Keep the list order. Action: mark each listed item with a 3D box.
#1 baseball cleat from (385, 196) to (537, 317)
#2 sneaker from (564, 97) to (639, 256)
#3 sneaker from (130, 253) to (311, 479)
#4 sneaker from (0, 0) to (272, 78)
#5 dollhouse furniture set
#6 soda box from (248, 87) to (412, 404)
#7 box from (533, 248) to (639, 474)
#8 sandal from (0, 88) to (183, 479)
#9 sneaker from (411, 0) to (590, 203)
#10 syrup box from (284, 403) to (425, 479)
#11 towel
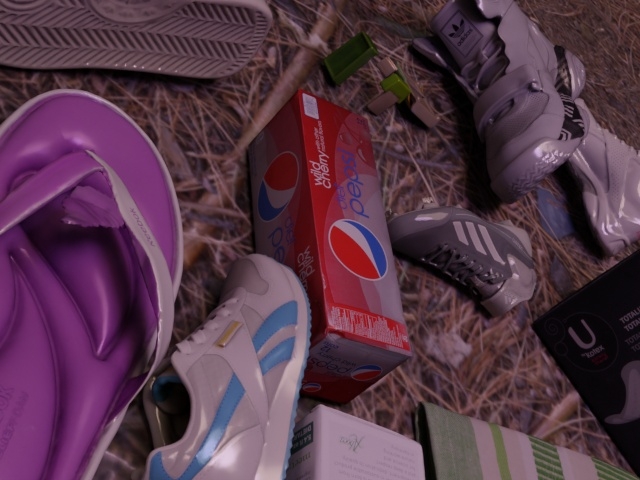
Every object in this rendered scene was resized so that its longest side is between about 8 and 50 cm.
[{"bbox_3d":[0.153,0.021,0.932,0.206,0.072,0.109,5,60,-36],"label":"baseball cleat"},{"bbox_3d":[0.386,-0.095,1.202,0.090,0.115,0.232,43,30,-60],"label":"sneaker"},{"bbox_3d":[-0.068,0.089,0.652,0.092,0.087,0.228,27,40,-20],"label":"sneaker"},{"bbox_3d":[-0.210,-0.233,0.785,0.350,0.131,0.148,4,46,-47],"label":"sneaker"},{"bbox_3d":[0.073,-0.176,1.069,0.152,0.059,0.076,32,28,-49],"label":"dollhouse furniture set"},{"bbox_3d":[0.000,0.000,0.787,0.084,0.092,0.263,20,45,-31],"label":"soda box"},{"bbox_3d":[0.387,0.140,0.967,0.143,0.165,0.270,-20,72,-49],"label":"box"},{"bbox_3d":[-0.162,0.032,0.599,0.169,0.102,0.416,27,42,-24],"label":"sandal"},{"bbox_3d":[0.211,-0.194,1.129,0.210,0.137,0.366,40,33,-8],"label":"sneaker"},{"bbox_3d":[0.010,0.238,0.585,0.096,0.093,0.236,26,43,-25],"label":"syrup box"},{"bbox_3d":[0.224,0.289,0.792,0.325,0.038,0.247,22,43,-26],"label":"towel"}]
